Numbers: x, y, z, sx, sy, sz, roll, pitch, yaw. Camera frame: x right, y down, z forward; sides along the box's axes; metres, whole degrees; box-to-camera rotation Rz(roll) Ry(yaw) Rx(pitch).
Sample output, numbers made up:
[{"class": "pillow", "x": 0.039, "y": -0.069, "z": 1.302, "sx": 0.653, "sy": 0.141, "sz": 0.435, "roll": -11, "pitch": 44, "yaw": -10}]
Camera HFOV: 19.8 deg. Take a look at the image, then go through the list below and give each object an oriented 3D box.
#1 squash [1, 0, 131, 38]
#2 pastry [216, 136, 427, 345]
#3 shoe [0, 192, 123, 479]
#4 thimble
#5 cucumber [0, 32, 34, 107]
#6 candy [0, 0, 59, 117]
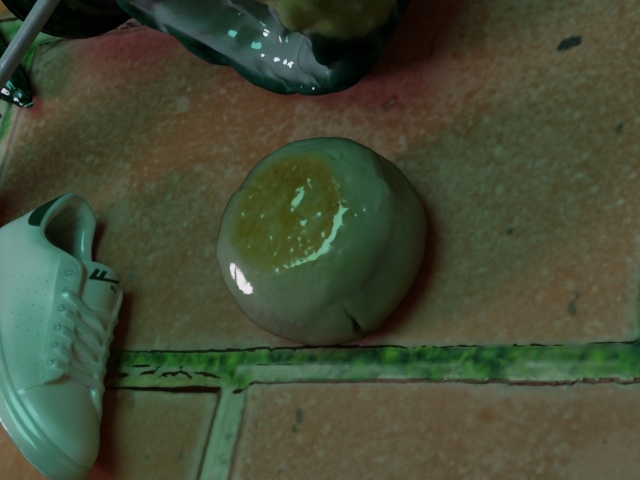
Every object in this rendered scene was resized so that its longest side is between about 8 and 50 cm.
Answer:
[{"class": "squash", "x": -0.193, "y": -0.277, "z": 1.553, "sx": 0.172, "sy": 0.218, "sz": 0.218, "roll": 40, "pitch": 91, "yaw": 5}, {"class": "pastry", "x": 0.000, "y": 0.000, "z": 1.328, "sx": 0.156, "sy": 0.092, "sz": 0.156, "roll": -13, "pitch": 66, "yaw": 30}, {"class": "shoe", "x": -0.204, "y": 0.066, "z": 1.430, "sx": 0.110, "sy": 0.095, "sz": 0.265, "roll": -37, "pitch": 47, "yaw": 12}, {"class": "thimble", "x": -0.047, "y": -0.231, "z": 1.362, "sx": 0.254, "sy": 0.288, "sz": 0.167, "roll": 26, "pitch": 80, "yaw": -2}, {"class": "cucumber", "x": -0.295, "y": -0.160, "z": 1.661, "sx": 0.037, "sy": 0.037, "sz": 0.155, "roll": -43, "pitch": 48, "yaw": 7}, {"class": "candy", "x": -0.281, "y": -0.105, "z": 1.506, "sx": 0.365, "sy": 0.124, "sz": 0.124, "roll": -51, "pitch": 43, "yaw": 30}]
